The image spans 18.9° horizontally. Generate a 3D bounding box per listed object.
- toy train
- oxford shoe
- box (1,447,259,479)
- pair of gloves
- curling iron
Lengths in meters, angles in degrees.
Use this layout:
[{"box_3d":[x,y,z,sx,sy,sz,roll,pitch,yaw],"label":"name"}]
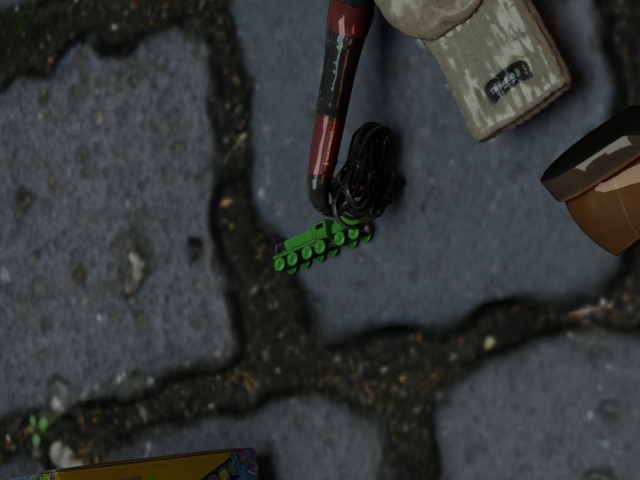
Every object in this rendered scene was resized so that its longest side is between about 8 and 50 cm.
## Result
[{"box_3d":[0.000,0.000,1.268,0.083,0.017,0.024,-23,65,37],"label":"toy train"},{"box_3d":[0.228,-0.061,1.061,0.212,0.076,0.076,-32,100,32],"label":"oxford shoe"},{"box_3d":[-0.183,0.301,1.300,0.290,0.177,0.279,-15,80,43],"label":"box"},{"box_3d":[0.130,-0.202,1.131,0.240,0.042,0.204,-42,74,27],"label":"pair of gloves"},{"box_3d":[0.026,-0.142,1.227,0.035,0.068,0.274,-1,84,41],"label":"curling iron"}]
